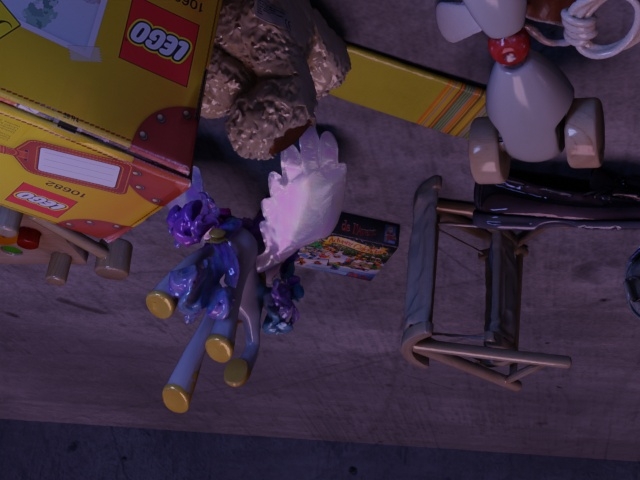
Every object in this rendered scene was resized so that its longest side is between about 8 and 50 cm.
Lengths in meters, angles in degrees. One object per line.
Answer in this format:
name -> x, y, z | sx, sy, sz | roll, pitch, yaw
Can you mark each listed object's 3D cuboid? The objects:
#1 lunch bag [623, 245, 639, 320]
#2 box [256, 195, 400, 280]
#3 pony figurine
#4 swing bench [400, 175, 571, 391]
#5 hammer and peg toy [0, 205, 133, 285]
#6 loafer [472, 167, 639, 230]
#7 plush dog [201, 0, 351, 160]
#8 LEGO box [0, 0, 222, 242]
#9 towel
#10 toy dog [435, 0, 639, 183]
lunch bag -> 0.621, 0.072, 1.568 | 0.256, 0.213, 0.305 | -24, 150, 39
box -> 0.000, 0.000, 1.814 | 0.233, 0.044, 0.159 | 12, 155, -10
pony figurine -> -0.128, 0.021, 1.560 | 0.302, 0.363, 0.351 | 9, 130, 14
swing bench -> 0.239, 0.071, 1.651 | 0.254, 0.253, 0.165 | 15, 155, -15
hammer and peg toy -> -0.505, -0.029, 1.795 | 0.361, 0.127, 0.266 | 0, 153, 16
loafer -> 0.367, -0.065, 1.518 | 0.302, 0.095, 0.109 | -1, -171, 11
plush dog -> -0.116, -0.210, 1.228 | 0.225, 0.262, 0.211 | -16, 114, 24
LEGO box -> -0.338, -0.265, 0.936 | 0.500, 0.373, 0.193 | 22, 152, -28
towel -> 0.118, -0.194, 1.392 | 0.237, 0.021, 0.102 | 16, 149, -16
toy dog -> 0.235, -0.213, 1.212 | 0.220, 0.161, 0.334 | 8, 141, 5
